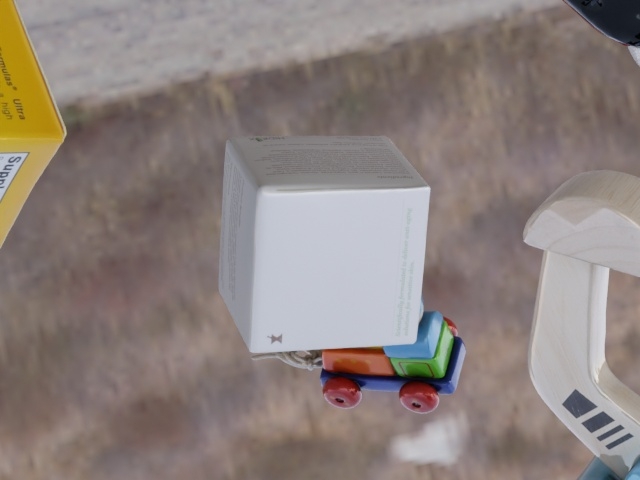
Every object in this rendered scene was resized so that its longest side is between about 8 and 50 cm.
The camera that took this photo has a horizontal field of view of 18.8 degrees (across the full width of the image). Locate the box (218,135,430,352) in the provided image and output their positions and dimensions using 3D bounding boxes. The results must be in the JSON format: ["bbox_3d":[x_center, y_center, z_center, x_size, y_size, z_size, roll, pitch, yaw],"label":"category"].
[{"bbox_3d":[0.000,0.000,1.100,0.102,0.101,0.087,-2,-157,-14],"label":"box"}]

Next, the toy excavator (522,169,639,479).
[{"bbox_3d":[0.290,0.217,1.743,0.433,0.445,0.222,-56,172,32],"label":"toy excavator"}]

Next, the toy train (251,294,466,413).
[{"bbox_3d":[0.014,0.095,2.007,0.248,0.105,0.143,2,143,24],"label":"toy train"}]

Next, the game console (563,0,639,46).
[{"bbox_3d":[0.196,-0.308,1.017,0.342,0.060,0.386,36,127,-26],"label":"game console"}]

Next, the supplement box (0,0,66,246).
[{"bbox_3d":[-0.380,-0.080,1.246,0.356,0.195,0.194,-2,146,-35],"label":"supplement box"}]

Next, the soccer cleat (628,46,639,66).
[{"bbox_3d":[0.373,-0.251,1.559,0.331,0.143,0.116,-50,-145,-2],"label":"soccer cleat"}]
